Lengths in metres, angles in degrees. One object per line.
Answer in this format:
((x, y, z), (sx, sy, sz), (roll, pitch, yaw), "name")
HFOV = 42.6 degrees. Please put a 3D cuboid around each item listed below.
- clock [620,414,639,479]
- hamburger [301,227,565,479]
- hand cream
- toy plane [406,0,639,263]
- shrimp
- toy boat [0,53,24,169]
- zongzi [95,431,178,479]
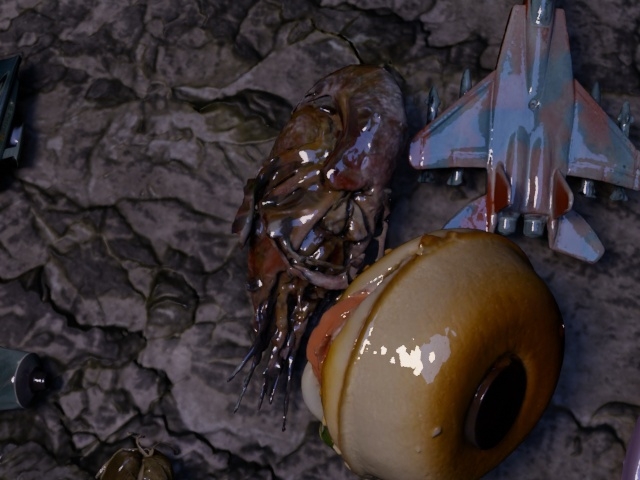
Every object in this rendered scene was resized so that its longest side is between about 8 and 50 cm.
((0.338, 0.207, 0.706), (0.172, 0.064, 0.198), (-16, 78, -2), "clock")
((0.097, 0.095, 0.666), (0.147, 0.237, 0.237), (30, 78, 44), "hamburger")
((-0.369, 0.117, 0.753), (0.248, 0.052, 0.075), (6, 77, 3), "hand cream")
((0.196, -0.144, 0.769), (0.223, 0.104, 0.326), (5, 74, 2), "toy plane")
((-0.002, 0.001, 0.737), (0.145, 0.116, 0.343), (12, 81, 29), "shrimp")
((-0.316, -0.118, 0.801), (0.060, 0.055, 0.141), (15, 77, -18), "toy boat")
((-0.135, 0.285, 0.704), (0.184, 0.084, 0.187), (32, 76, -6), "zongzi")
